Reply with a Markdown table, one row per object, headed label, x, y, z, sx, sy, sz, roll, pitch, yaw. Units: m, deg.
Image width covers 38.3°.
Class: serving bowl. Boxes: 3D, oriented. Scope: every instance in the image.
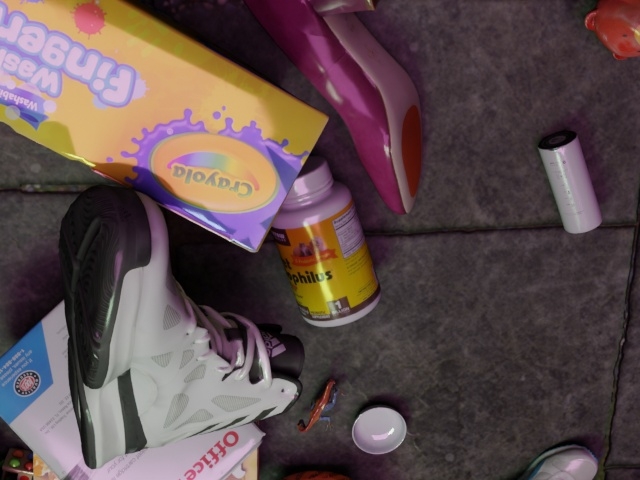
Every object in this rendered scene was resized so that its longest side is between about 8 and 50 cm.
| label | x | y | z | sx | sy | sz | roll | pitch | yaw |
| --- | --- | --- | --- | --- | --- | --- | --- | --- | --- |
| serving bowl | 0.088 | 0.284 | 1.407 | 0.083 | 0.027 | 0.083 | -2 | 112 | -5 |

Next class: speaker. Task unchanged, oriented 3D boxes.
| label | x | y | z | sx | sy | sz | roll | pitch | yaw |
| --- | --- | --- | --- | --- | --- | --- | --- | --- | --- |
| speaker | 0.345 | -0.079 | 1.270 | 0.055 | 0.055 | 0.136 | -23 | 112 | 4 |

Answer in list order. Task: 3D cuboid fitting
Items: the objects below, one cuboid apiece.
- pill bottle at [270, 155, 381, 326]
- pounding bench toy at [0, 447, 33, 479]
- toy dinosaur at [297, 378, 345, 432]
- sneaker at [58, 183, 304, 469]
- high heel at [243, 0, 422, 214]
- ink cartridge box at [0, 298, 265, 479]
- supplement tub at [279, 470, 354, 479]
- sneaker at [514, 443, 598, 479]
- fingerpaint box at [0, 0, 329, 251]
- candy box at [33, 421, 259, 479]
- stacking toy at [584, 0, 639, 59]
| label | x | y | z | sx | sy | sz | roll | pitch | yaw |
| --- | --- | --- | --- | --- | --- | --- | --- | --- | --- |
| pill bottle | 0.000 | 0.000 | 1.235 | 0.117 | 0.117 | 0.215 | -18 | 112 | 2 |
| pounding bench toy | -0.459 | 0.344 | 1.365 | 0.083 | 0.052 | 0.065 | 13 | 110 | -10 |
| toy dinosaur | -0.007 | 0.246 | 1.363 | 0.082 | 0.047 | 0.090 | -46 | 143 | -15 |
| sneaker | -0.137 | 0.085 | 0.993 | 0.257 | 0.169 | 0.448 | -9 | 147 | -20 |
| high heel | 0.019 | -0.198 | 1.187 | 0.181 | 0.127 | 0.377 | -1 | 120 | 26 |
| ink cartridge box | -0.258 | 0.220 | 1.216 | 0.223 | 0.129 | 0.307 | -43 | 90 | -9 |
| supplement tub | -0.008 | 0.538 | 1.404 | 0.207 | 0.207 | 0.338 | 0 | 113 | -5 |
| sneaker | 0.343 | 0.410 | 1.448 | 0.228 | 0.092 | 0.087 | -37 | 109 | 8 |
| fingerpaint box | -0.242 | -0.193 | 0.989 | 0.444 | 0.371 | 0.163 | 27 | 98 | -15 |
| candy box | -0.246 | 0.310 | 1.326 | 0.316 | 0.087 | 0.183 | 0 | 92 | -6 |
| stacking toy | 0.337 | -0.312 | 1.064 | 0.309 | 0.279 | 0.130 | 40 | 114 | -20 |
